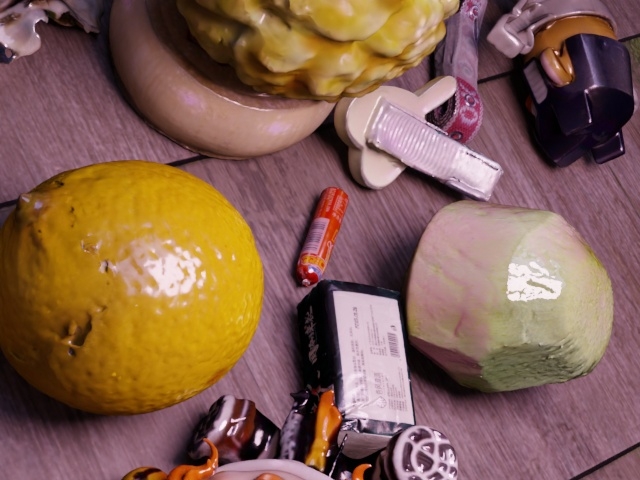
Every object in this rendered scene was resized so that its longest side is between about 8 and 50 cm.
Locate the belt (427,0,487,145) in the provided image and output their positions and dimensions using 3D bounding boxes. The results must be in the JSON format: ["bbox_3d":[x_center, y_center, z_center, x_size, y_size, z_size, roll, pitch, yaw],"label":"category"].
[{"bbox_3d":[0.170,-0.220,1.621,0.053,0.071,0.232,24,56,-25],"label":"belt"}]

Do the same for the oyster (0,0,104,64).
[{"bbox_3d":[-0.371,-0.266,1.302,0.351,0.115,0.238,-39,95,-35],"label":"oyster"}]

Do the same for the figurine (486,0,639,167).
[{"bbox_3d":[0.319,-0.238,1.668,0.308,0.143,0.308,16,53,-22],"label":"figurine"}]

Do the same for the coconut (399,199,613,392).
[{"bbox_3d":[0.184,0.061,1.379,0.236,0.236,0.204,-20,110,-37],"label":"coconut"}]

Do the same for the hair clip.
[{"bbox_3d":[0.112,-0.122,1.490,0.218,0.071,0.159,24,86,-30],"label":"hair clip"}]

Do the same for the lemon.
[{"bbox_3d":[-0.166,0.042,1.162,0.253,0.228,0.228,6,60,-29],"label":"lemon"}]

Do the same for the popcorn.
[{"bbox_3d":[-0.017,-0.279,1.286,0.335,0.274,0.279,0,92,-20],"label":"popcorn"}]

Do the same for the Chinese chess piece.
[{"bbox_3d":[-0.099,-0.220,1.431,0.270,0.112,0.270,14,58,-23],"label":"Chinese chess piece"}]

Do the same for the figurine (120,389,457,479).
[{"bbox_3d":[-0.039,0.283,1.113,0.320,0.196,0.323,7,36,24],"label":"figurine"}]

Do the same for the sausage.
[{"bbox_3d":[0.000,0.000,1.407,0.034,0.034,0.129,29,52,-13],"label":"sausage"}]

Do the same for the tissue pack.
[{"bbox_3d":[0.036,0.135,1.312,0.103,0.090,0.170,11,56,-26],"label":"tissue pack"}]
